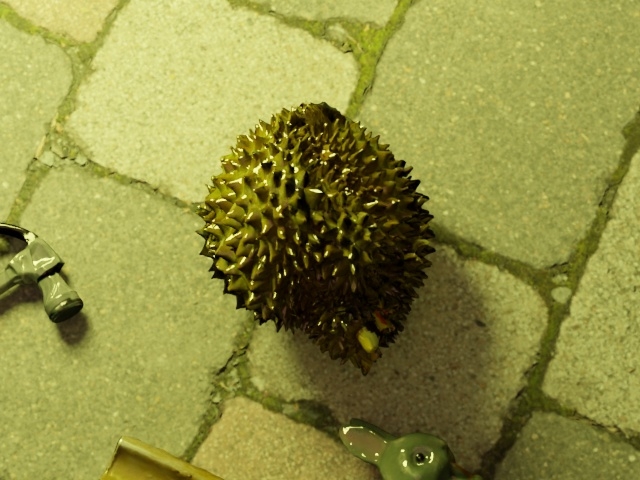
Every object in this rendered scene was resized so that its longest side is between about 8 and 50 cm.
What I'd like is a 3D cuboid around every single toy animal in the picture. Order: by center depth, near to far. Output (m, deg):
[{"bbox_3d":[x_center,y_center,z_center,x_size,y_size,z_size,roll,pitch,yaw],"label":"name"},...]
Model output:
[{"bbox_3d":[0.121,0.280,1.469,0.108,0.138,0.236,-42,81,29],"label":"toy animal"}]

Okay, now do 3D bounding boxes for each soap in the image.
[{"bbox_3d":[-0.109,0.305,1.457,0.258,0.160,0.080,24,79,7],"label":"soap"}]

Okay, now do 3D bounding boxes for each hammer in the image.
[{"bbox_3d":[-0.492,0.134,1.575,0.427,0.044,0.152,-35,78,-4],"label":"hammer"}]

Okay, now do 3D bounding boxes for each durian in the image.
[{"bbox_3d":[0.001,-0.005,1.480,0.258,0.258,0.293,-45,97,-6],"label":"durian"}]
